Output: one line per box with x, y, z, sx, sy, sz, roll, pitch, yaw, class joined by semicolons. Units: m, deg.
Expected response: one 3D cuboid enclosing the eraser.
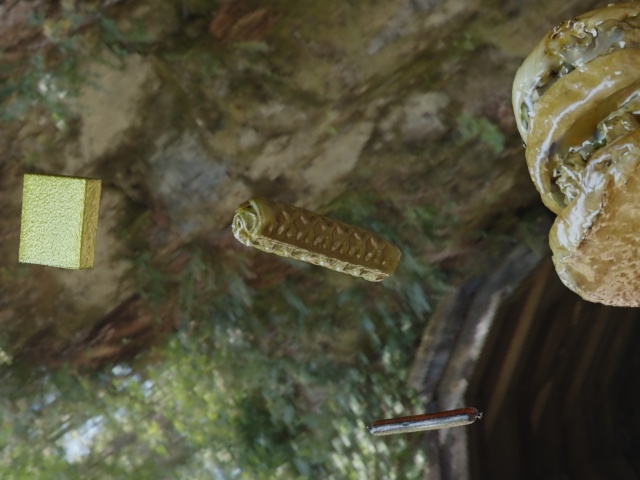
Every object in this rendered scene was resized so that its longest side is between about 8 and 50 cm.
-0.345;-0.026;1.512;0.045;0.097;0.122;-4;-81;-72;eraser

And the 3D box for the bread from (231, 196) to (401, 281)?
0.000;0.001;1.902;0.367;0.084;0.077;18;-124;-42;bread

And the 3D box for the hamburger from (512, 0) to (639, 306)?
0.295;-0.085;1.012;0.260;0.245;0.211;40;-147;-35;hamburger

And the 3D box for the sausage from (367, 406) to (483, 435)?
0.149;0.263;1.654;0.028;0.198;0.025;1;-102;-54;sausage
